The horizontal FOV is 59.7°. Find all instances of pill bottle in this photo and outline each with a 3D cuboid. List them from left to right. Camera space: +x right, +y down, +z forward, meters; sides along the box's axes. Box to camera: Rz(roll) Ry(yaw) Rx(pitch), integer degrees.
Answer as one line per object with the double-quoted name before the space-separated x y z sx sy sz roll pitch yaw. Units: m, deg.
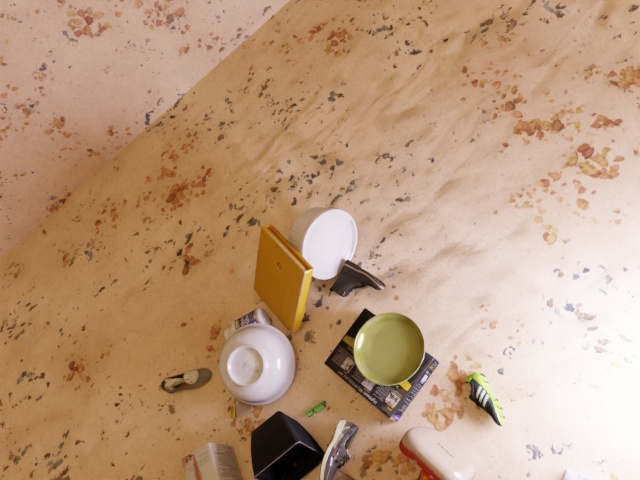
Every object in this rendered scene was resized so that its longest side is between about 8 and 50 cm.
"pill bottle" -0.281 0.334 2.138 0.169 0.094 0.094 -30 57 10

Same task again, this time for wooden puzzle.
"wooden puzzle" -0.283 0.607 2.057 0.116 0.014 0.079 -23 63 15

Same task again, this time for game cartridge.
"game cartridge" -0.144 0.145 2.064 0.052 0.324 0.285 -19 48 -32

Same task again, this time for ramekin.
"ramekin" 0.000 0.000 2.072 0.127 0.273 0.273 23 77 46

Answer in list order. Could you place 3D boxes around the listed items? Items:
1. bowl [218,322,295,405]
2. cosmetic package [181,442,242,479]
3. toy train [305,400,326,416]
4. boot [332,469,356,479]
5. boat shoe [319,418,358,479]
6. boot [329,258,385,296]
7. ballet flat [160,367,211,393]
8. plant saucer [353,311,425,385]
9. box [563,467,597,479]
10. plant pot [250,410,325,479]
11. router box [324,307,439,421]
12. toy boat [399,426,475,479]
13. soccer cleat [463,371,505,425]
"bowl" -0.247 0.444 1.993 0.297 0.134 0.298 -2 81 13
"cosmetic package" -0.345 0.855 1.883 0.129 0.153 0.296 -34 55 10
"toy train" -0.014 0.584 1.933 0.083 0.017 0.024 -34 66 7
"boot" 0.053 0.864 1.717 0.206 0.090 0.248 35 80 38
"boat shoe" 0.062 0.680 1.787 0.073 0.080 0.224 8 47 21
"boot" 0.134 0.170 2.038 0.198 0.077 0.137 31 87 47
"ballet flat" -0.529 0.546 2.172 0.213 0.068 0.072 -21 59 15
"plant saucer" 0.226 0.355 1.816 0.240 0.037 0.241 -11 61 21
"box" 0.708 0.732 1.495 0.145 0.038 0.186 15 72 31
"plant pot" -0.123 0.684 1.850 0.187 0.188 0.167 -40 42 4
"router box" 0.201 0.412 1.873 0.308 0.081 0.243 34 84 34
"toy boat" 0.333 0.673 1.666 0.231 0.151 0.151 37 115 34
"soccer cleat" 0.502 0.491 1.708 0.072 0.060 0.179 -36 49 18
